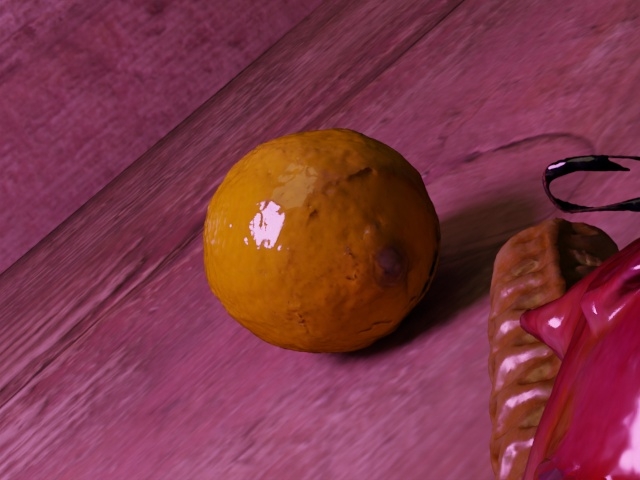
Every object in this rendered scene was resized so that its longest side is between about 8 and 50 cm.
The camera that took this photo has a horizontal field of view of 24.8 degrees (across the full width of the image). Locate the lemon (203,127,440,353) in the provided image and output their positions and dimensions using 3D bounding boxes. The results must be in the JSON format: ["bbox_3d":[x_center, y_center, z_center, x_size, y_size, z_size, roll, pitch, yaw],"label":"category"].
[{"bbox_3d":[0.000,0.000,1.101,0.181,0.180,0.193,-36,-4,-2],"label":"lemon"}]

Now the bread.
[{"bbox_3d":[0.134,0.085,0.773,0.367,0.084,0.077,-78,5,-63],"label":"bread"}]

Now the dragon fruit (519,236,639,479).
[{"bbox_3d":[0.199,0.070,0.443,0.386,0.249,0.371,-24,16,27],"label":"dragon fruit"}]

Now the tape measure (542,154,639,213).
[{"bbox_3d":[0.209,-0.023,0.775,0.104,0.180,0.107,-48,14,17],"label":"tape measure"}]
